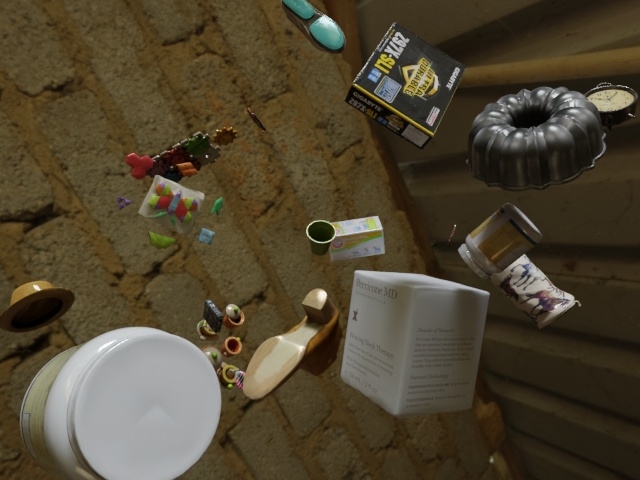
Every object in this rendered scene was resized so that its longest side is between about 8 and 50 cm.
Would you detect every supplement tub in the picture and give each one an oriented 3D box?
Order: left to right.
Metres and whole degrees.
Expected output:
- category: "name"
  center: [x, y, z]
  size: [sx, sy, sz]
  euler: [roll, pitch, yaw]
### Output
- category: "supplement tub"
  center: [-0.321, 0.266, 0.756]
  size: [0.324, 0.235, 0.235]
  euler: [-23, -80, 48]
- category: "supplement tub"
  center: [0.518, 0.004, 1.383]
  size: [0.199, 0.144, 0.144]
  euler: [-45, -103, 23]

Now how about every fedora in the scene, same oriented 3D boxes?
- category: "fedora"
  center: [-0.771, 0.168, 1.279]
  size: [0.079, 0.194, 0.194]
  euler: [53, -25, 22]

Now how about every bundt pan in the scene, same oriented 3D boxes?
- category: "bundt pan"
  center: [0.522, -0.272, 1.184]
  size: [0.330, 0.331, 0.124]
  euler: [26, -28, 47]

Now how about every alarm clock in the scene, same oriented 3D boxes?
- category: "alarm clock"
  center: [0.771, -0.369, 1.277]
  size: [0.129, 0.192, 0.064]
  euler: [0, -41, 26]

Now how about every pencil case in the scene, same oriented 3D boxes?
- category: "pencil case"
  center: [0.766, 0.143, 1.806]
  size: [0.183, 0.160, 0.410]
  euler: [-48, -119, 18]

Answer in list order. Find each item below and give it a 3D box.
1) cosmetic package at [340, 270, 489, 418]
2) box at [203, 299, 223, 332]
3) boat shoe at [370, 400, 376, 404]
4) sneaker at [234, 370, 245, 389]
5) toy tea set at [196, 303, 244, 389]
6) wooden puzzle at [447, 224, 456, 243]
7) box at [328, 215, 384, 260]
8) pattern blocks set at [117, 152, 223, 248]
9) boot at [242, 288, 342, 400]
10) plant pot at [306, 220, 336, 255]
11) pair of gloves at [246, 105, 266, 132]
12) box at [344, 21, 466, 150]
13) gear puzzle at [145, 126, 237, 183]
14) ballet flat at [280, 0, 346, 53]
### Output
- category: "cosmetic package"
  center: [0.304, 0.323, 1.586]
  size: [0.329, 0.327, 0.394]
  euler: [12, -85, 60]
- category: "box"
  center: [-0.330, 0.231, 1.453]
  size: [0.083, 0.018, 0.067]
  euler: [38, -55, 38]
- category: "boat shoe"
  center: [0.239, 0.532, 1.831]
  size: [0.081, 0.228, 0.069]
  euler: [5, -67, 15]
- category: "sneaker"
  center: [-0.227, 0.456, 1.509]
  size: [0.119, 0.047, 0.057]
  euler: [47, -6, -12]
- category: "toy tea set"
  center: [-0.367, 0.379, 1.795]
  size: [0.200, 0.336, 0.124]
  euler: [24, -45, -29]
- category: "wooden puzzle"
  center: [0.522, -0.024, 1.883]
  size: [0.006, 0.083, 0.049]
  euler: [22, -6, 13]
- category: "box"
  center: [0.123, -0.007, 1.735]
  size: [0.114, 0.203, 0.103]
  euler: [-97, 179, -62]
- category: "pattern blocks set"
  center: [-0.467, -0.114, 1.501]
  size: [0.026, 0.324, 0.286]
  euler: [10, -91, 57]
- category: "boot"
  center: [-0.041, 0.271, 1.086]
  size: [0.104, 0.295, 0.211]
  euler: [20, -31, 31]
- category: "plant pot"
  center: [0.000, 0.000, 1.342]
  size: [0.083, 0.083, 0.079]
  euler: [42, -31, 27]
- category: "pair of gloves"
  center: [-0.164, -0.308, 1.213]
  size: [0.074, 0.010, 0.083]
  euler: [54, -2, -11]
- category: "box"
  center: [0.247, -0.442, 1.343]
  size: [0.257, 0.322, 0.079]
  euler: [31, -30, -1]
- category: "gear puzzle"
  center: [-0.426, -0.281, 1.621]
  size: [0.044, 0.338, 0.175]
  euler: [63, 4, 24]
- category: "ballet flat"
  center: [-0.019, -0.750, 1.678]
  size: [0.316, 0.107, 0.106]
  euler: [52, -7, 13]
